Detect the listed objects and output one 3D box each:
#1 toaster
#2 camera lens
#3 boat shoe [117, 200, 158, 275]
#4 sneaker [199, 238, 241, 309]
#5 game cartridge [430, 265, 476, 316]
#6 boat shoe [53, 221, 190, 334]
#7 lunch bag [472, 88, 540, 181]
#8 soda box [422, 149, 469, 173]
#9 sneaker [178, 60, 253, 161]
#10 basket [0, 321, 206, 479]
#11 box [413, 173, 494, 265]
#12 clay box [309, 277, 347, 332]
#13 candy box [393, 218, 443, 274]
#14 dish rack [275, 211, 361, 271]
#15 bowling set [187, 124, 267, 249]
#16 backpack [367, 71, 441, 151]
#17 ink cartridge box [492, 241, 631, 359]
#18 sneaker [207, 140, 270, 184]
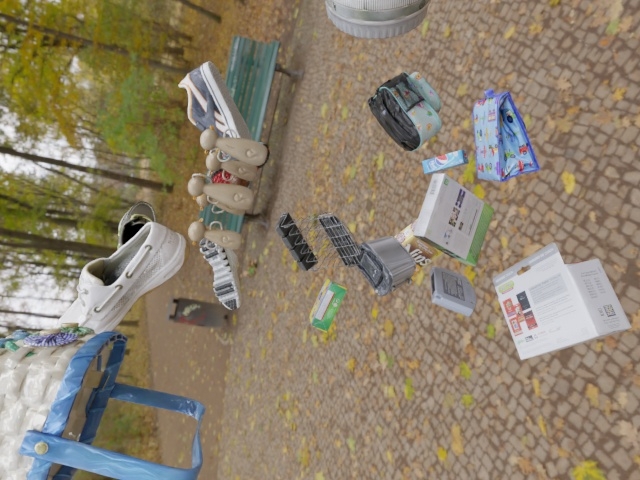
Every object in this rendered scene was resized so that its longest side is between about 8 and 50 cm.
[{"bbox_3d":[0.223,0.076,1.680,0.227,0.147,0.129,53,145,32],"label":"toaster"},{"bbox_3d":[0.106,-0.543,0.872,0.274,0.220,0.219,81,-179,-55],"label":"camera lens"},{"bbox_3d":[-0.481,-0.012,1.285,0.091,0.109,0.305,-56,29,33],"label":"boat shoe"},{"bbox_3d":[-0.346,0.113,1.806,0.110,0.118,0.291,-14,95,29],"label":"sneaker"},{"bbox_3d":[0.589,0.224,2.145,0.297,0.198,0.062,-65,0,-64],"label":"game cartridge"},{"bbox_3d":[-0.343,0.069,0.774,0.277,0.096,0.098,-42,45,2],"label":"boat shoe"},{"bbox_3d":[0.588,-0.357,1.616,0.221,0.138,0.293,-100,-8,-80],"label":"lunch bag"},{"bbox_3d":[0.615,-0.386,2.383,0.210,0.071,0.067,-13,87,38],"label":"soda box"},{"bbox_3d":[-0.305,-0.357,1.449,0.321,0.128,0.126,65,-167,-10],"label":"sneaker"},{"bbox_3d":[-0.286,0.215,0.595,0.255,0.289,0.201,168,123,-76],"label":"basket"},{"bbox_3d":[0.478,-0.067,1.710,0.059,0.322,0.232,11,78,55],"label":"box"},{"bbox_3d":[0.017,0.175,1.354,0.222,0.053,0.127,154,141,-86],"label":"clay box"},{"bbox_3d":[0.373,0.067,2.138,0.316,0.183,0.087,-39,32,18],"label":"candy box"},{"bbox_3d":[0.000,0.000,1.494,0.272,0.208,0.074,-9,33,40],"label":"dish rack"},{"bbox_3d":[-0.247,-0.131,1.190,0.200,0.154,0.286,-136,63,-71],"label":"bowling set"},{"bbox_3d":[0.238,-0.341,1.299,0.188,0.144,0.166,59,166,-1],"label":"backpack"},{"bbox_3d":[0.682,0.176,1.415,0.309,0.130,0.271,125,134,-61],"label":"ink cartridge box"},{"bbox_3d":[-0.300,-0.265,1.675,0.125,0.262,0.104,23,135,33],"label":"sneaker"}]
